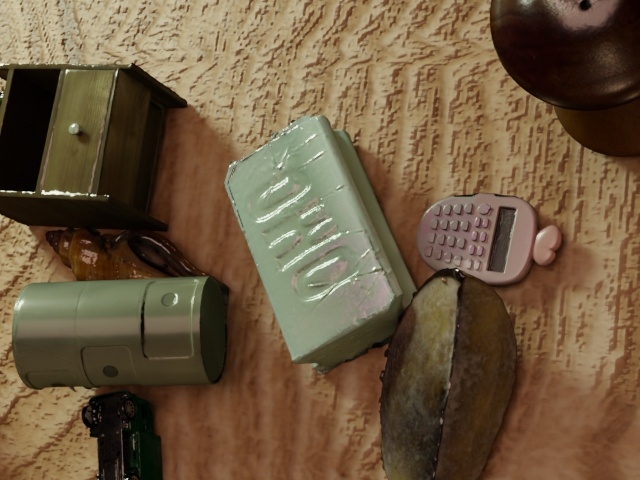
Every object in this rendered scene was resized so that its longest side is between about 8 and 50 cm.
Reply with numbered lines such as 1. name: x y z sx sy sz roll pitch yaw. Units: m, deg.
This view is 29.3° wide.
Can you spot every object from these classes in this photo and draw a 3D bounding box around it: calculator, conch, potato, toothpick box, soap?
1. calculator: 0.183 -0.001 1.345 0.165 0.024 0.103 8 78 27
2. conch: -0.222 0.028 1.485 0.232 0.080 0.086 4 95 1
3. potato: 0.136 0.155 1.300 0.120 0.100 0.261 16 98 59
4. toothpick box: 0.282 -0.190 1.202 0.192 0.294 0.192 -7 73 22
5. soap: 0.000 0.000 1.383 0.150 0.094 0.262 -28 67 13

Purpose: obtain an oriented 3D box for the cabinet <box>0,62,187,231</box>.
1. cabinet: -0.302 -0.116 1.513 0.215 0.148 0.175 3 77 23

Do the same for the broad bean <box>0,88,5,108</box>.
1. broad bean: -0.515 -0.116 1.661 0.254 0.046 0.065 -33 59 10

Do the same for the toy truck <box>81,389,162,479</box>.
1. toy truck: -0.227 0.251 1.418 0.065 0.079 0.147 -13 72 20

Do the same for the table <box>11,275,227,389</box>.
1. table: -0.228 0.106 1.410 0.219 0.126 0.126 -3 74 9

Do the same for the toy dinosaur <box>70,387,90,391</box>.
1. toy dinosaur: -0.272 0.152 1.490 0.083 0.030 0.047 -25 65 10
